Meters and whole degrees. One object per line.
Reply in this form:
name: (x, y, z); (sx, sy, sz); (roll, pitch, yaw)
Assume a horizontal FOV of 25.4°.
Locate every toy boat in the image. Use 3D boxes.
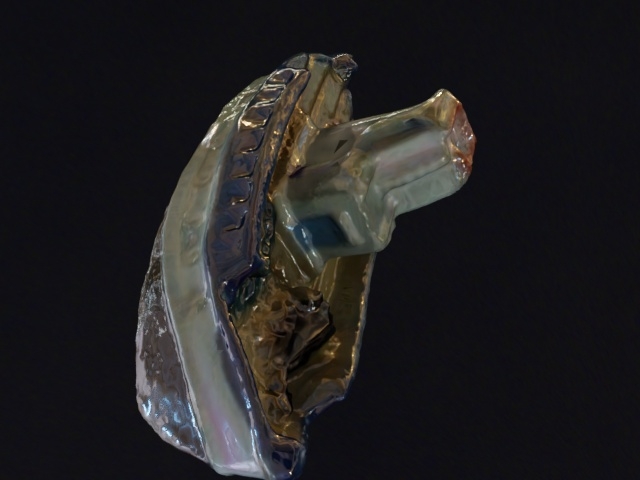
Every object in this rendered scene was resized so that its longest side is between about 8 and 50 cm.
toy boat: (0.000, 0.000, 0.646); (0.115, 0.114, 0.262); (-5, -135, 30)
